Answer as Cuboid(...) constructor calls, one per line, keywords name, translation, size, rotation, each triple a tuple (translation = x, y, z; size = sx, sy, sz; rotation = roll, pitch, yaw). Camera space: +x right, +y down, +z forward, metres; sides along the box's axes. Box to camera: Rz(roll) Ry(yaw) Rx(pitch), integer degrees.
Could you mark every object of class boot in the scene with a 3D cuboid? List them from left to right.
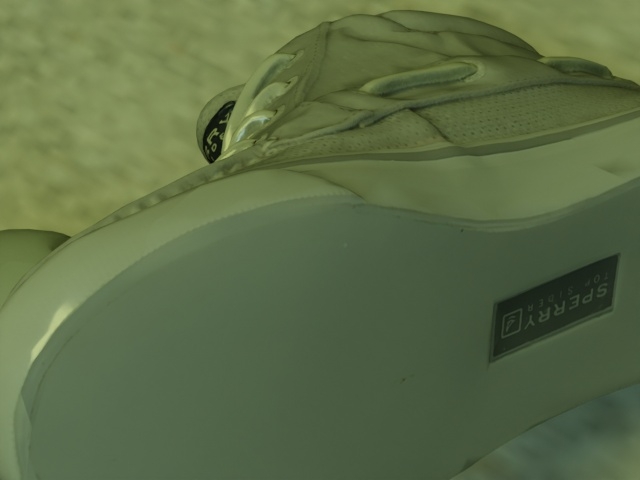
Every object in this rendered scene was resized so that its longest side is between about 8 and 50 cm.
Cuboid(name="boot", translation=(0.000, 0.000, 0.513), size=(0.123, 0.258, 0.095), rotation=(29, 119, 42))

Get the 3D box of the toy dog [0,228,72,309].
Cuboid(name="toy dog", translation=(-0.077, 0.101, 0.515), size=(0.220, 0.161, 0.333), rotation=(-40, 47, 3))
